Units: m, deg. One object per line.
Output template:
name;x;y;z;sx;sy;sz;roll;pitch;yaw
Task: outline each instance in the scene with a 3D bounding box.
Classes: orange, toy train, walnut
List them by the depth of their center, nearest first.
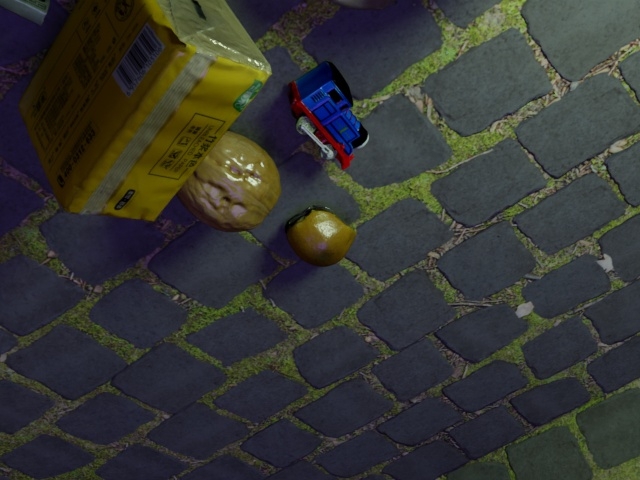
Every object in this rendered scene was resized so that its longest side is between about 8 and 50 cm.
toy train;0.022;-0.249;1.542;0.131;0.083;0.204;-32;132;14
walnut;-0.191;-0.122;1.548;0.221;0.195;0.195;32;119;-26
orange;0.000;0.000;1.760;0.170;0.112;0.160;3;133;0

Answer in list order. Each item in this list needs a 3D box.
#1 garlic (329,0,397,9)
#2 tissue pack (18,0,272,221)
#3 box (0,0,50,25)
garlic;0.009;-0.507;1.277;0.143;0.112;0.318;-43;124;-3
tissue pack;-0.308;-0.258;1.290;0.382;0.293;0.228;-46;152;26
box;-0.528;-0.422;1.229;0.177;0.115;0.036;23;122;-29
